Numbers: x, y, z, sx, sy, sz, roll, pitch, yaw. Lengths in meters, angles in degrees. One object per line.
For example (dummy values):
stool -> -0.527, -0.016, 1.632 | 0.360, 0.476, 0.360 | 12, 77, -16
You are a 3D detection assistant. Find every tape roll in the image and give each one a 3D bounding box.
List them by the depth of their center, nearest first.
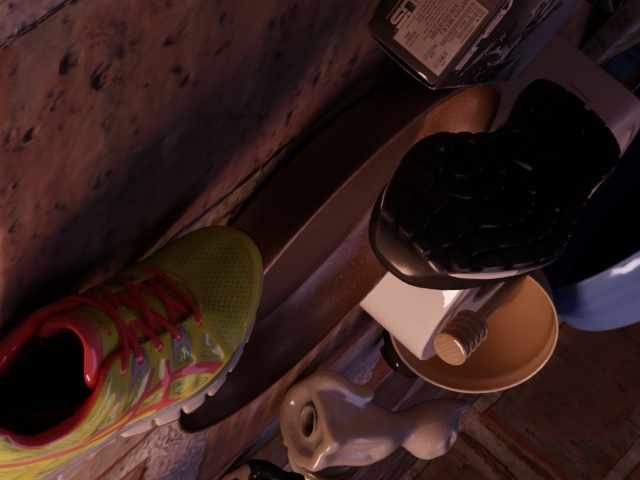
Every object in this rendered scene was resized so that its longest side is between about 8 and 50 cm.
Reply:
tape roll -> 0.144, -0.036, 1.298 | 0.286, 0.100, 0.286 | -44, 167, -13

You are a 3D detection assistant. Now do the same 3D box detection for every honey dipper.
honey dipper -> 0.145, 0.045, 1.254 | 0.161, 0.030, 0.030 | -40, 166, -41

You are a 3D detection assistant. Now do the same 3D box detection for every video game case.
video game case -> 0.344, -0.233, 1.326 | 0.227, 0.026, 0.206 | -30, 176, -7

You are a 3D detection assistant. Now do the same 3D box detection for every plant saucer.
plant saucer -> 0.000, 0.000, 1.033 | 0.310, 0.050, 0.310 | -45, 168, -12

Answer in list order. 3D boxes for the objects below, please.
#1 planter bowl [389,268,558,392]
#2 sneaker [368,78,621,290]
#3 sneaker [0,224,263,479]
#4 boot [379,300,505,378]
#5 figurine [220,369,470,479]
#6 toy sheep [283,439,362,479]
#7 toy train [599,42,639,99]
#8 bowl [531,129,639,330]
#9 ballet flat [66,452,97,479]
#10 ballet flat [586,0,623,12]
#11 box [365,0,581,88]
planter bowl -> 0.152, 0.054, 1.523 | 0.162, 0.162, 0.109 | -55, -168, 32
sneaker -> 0.100, -0.006, 1.015 | 0.124, 0.107, 0.283 | -49, 169, 33
sneaker -> -0.104, 0.055, 0.776 | 0.208, 0.081, 0.094 | -41, 164, -26
boot -> 0.150, 0.070, 1.731 | 0.176, 0.088, 0.244 | -36, -178, 23
figurine -> 0.032, 0.225, 1.550 | 0.209, 0.092, 0.215 | 9, 128, -40
toy sheep -> 0.005, 0.224, 1.658 | 0.091, 0.091, 0.132 | -45, 168, -14
toy train -> 0.345, -0.193, 1.475 | 0.184, 0.105, 0.080 | -48, 165, 3
bowl -> 0.369, -0.060, 1.599 | 0.391, 0.077, 0.391 | -42, -167, 11
ballet flat -> -0.176, 0.136, 0.881 | 0.052, 0.057, 0.168 | 25, 105, -48
ballet flat -> 0.231, -0.234, 1.086 | 0.057, 0.049, 0.173 | -37, 164, -44
box -> 0.140, -0.193, 0.892 | 0.231, 0.056, 0.183 | -52, 167, 19
